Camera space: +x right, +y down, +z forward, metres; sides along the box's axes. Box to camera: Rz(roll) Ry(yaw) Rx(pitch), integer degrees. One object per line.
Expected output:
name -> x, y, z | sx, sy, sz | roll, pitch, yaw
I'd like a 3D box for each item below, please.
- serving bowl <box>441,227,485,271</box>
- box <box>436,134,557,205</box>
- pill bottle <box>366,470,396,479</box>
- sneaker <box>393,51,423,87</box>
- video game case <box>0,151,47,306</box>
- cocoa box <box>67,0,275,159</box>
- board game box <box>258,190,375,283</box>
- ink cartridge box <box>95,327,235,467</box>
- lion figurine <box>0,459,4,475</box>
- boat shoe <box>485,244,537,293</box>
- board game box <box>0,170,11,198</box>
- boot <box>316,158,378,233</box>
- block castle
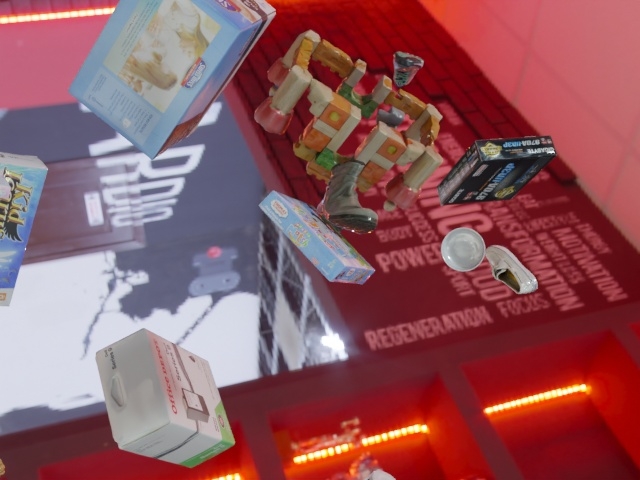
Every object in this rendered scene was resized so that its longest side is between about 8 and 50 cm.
serving bowl -> 0.274, 0.018, 1.525 | 0.027, 0.083, 0.083 | 11, 66, -76
box -> 0.368, -0.145, 1.685 | 0.220, 0.175, 0.051 | 123, -41, -64
pill bottle -> 0.087, 0.466, 1.396 | 0.116, 0.065, 0.065 | -57, -146, 18
sneaker -> 0.239, -0.471, 2.232 | 0.224, 0.083, 0.098 | -42, 152, -72
video game case -> -0.602, -0.021, 1.300 | 0.061, 0.244, 0.269 | 35, -69, 41
cocoa box -> -0.299, -0.383, 1.617 | 0.347, 0.231, 0.228 | -49, -176, 28
board game box -> 0.000, 0.000, 1.260 | 0.160, 0.039, 0.211 | 46, 9, 14
ink cartridge box -> -0.310, 0.326, 1.618 | 0.211, 0.122, 0.289 | 66, 8, 27
lion figurine -> -0.604, 0.367, 1.159 | 0.142, 0.392, 0.240 | -62, -175, 9
boat shoe -> 0.258, 0.042, 1.116 | 0.100, 0.035, 0.035 | 51, -35, 42
board game box -> -0.500, -0.089, 1.141 | 0.090, 0.090, 0.020 | 39, -63, 49
boot -> 0.059, -0.102, 1.697 | 0.246, 0.083, 0.161 | 2, -107, 66
block castle -> 0.071, -0.282, 1.961 | 0.213, 0.453, 0.303 | -50, -161, 34
